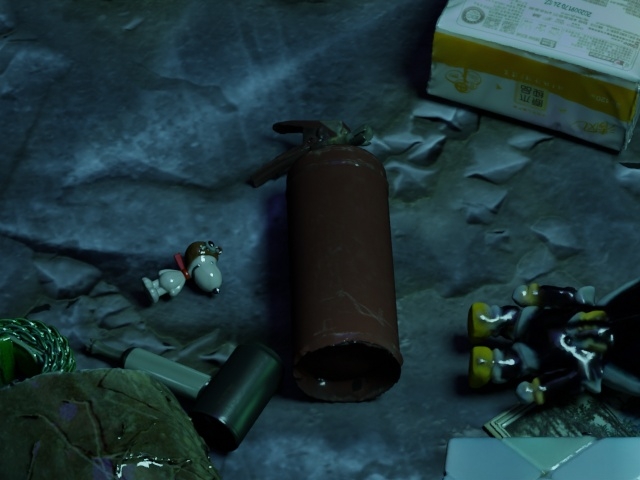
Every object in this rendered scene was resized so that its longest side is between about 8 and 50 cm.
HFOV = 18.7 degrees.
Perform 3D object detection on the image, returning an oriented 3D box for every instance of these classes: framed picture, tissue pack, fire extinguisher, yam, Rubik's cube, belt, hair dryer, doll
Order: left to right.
[{"bbox_3d":[-0.297,0.139,1.820,0.121,0.079,0.151,28,58,20],"label":"belt"},{"bbox_3d":[-0.172,0.280,1.620,0.241,0.241,0.348,-24,57,-17],"label":"yam"},{"bbox_3d":[-0.139,0.124,1.855,0.197,0.057,0.100,19,53,21],"label":"hair dryer"},{"bbox_3d":[-0.137,0.032,1.931,0.085,0.040,0.058,-8,63,-7],"label":"doll"},{"bbox_3d":[0.000,0.000,1.924,0.147,0.106,0.337,-18,49,18],"label":"fire extinguisher"},{"bbox_3d":[0.249,-0.216,2.066,0.225,0.124,0.185,18,55,13],"label":"tissue pack"},{"bbox_3d":[0.208,0.293,1.633,0.265,0.213,0.224,-1,37,13],"label":"Rubik's cube"},{"bbox_3d":[0.268,0.174,1.837,0.183,0.011,0.142,-31,59,-22],"label":"framed picture"},{"bbox_3d":[0.295,0.096,1.827,0.316,0.103,0.145,-3,36,7],"label":"doll"}]
